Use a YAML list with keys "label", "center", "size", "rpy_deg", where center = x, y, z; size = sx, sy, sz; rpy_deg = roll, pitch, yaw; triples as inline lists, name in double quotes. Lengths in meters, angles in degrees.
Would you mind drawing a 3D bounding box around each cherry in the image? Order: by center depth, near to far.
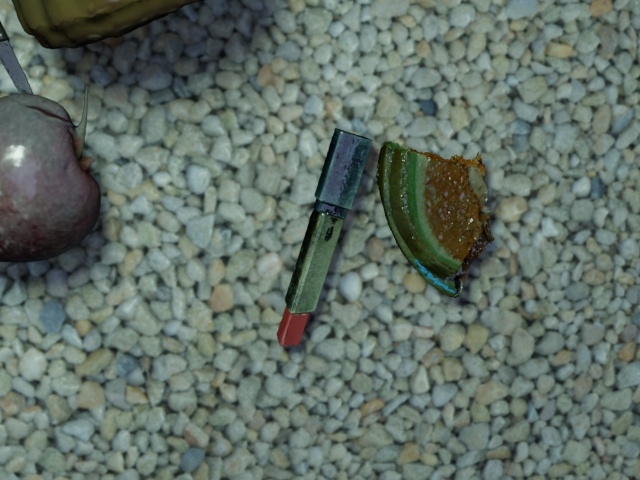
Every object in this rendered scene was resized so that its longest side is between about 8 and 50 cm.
- label: "cherry"
  center: [-0.386, -0.076, 1.709]
  size: [0.266, 0.183, 0.213]
  rpy_deg: [-21, 96, 4]

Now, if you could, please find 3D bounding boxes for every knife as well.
- label: "knife"
  center: [-0.413, -0.247, 1.763]
  size: [0.023, 0.010, 0.170]
  rpy_deg: [-26, 105, -8]

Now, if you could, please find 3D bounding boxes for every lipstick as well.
- label: "lipstick"
  center: [0.000, 0.000, 1.873]
  size: [0.051, 0.051, 0.312]
  rpy_deg: [15, 97, -15]

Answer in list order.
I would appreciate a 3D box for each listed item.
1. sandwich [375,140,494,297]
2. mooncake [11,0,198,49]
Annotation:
- label: "sandwich"
  center: [0.170, -0.030, 1.887]
  size: [0.159, 0.079, 0.235]
  rpy_deg: [-9, 100, -11]
- label: "mooncake"
  center: [-0.235, -0.353, 1.622]
  size: [0.324, 0.324, 0.187]
  rpy_deg: [-20, 103, -8]
